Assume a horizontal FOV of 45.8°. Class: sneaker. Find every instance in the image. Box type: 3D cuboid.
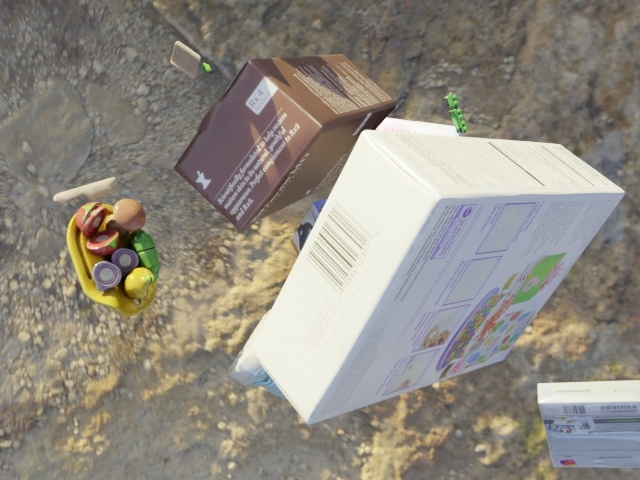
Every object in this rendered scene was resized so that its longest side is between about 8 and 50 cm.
[{"bbox_3d":[-0.059,0.216,1.346,0.150,0.366,0.135,31,87,5],"label":"sneaker"}]

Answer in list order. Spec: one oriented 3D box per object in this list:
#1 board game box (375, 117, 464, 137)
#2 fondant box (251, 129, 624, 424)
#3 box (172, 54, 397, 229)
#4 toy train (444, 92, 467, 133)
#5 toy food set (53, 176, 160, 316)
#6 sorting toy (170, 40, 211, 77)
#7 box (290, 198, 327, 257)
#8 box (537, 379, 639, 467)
[{"bbox_3d":[0.192,-0.185,1.741,0.318,0.319,0.065,12,77,24],"label":"board game box"},{"bbox_3d":[0.121,0.026,0.718,0.330,0.096,0.238,-4,130,-46],"label":"fondant box"},{"bbox_3d":[-0.034,-0.164,1.133,0.143,0.381,0.191,44,115,7],"label":"box"},{"bbox_3d":[0.266,-0.248,1.490,0.024,0.017,0.083,-25,101,-19],"label":"toy train"},{"bbox_3d":[-0.295,0.001,1.107,0.128,0.071,0.217,-16,81,-50],"label":"toy food set"},{"bbox_3d":[-0.252,-0.347,1.479,0.083,0.062,0.012,35,55,-3],"label":"sorting toy"},{"bbox_3d":[0.000,0.000,1.119,0.028,0.136,0.081,-18,68,-26],"label":"box"},{"bbox_3d":[0.406,0.274,1.115,0.038,0.145,0.186,-75,151,-43],"label":"box"}]
